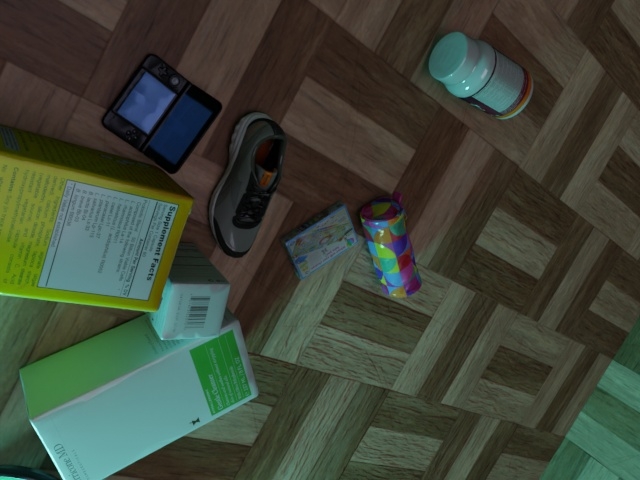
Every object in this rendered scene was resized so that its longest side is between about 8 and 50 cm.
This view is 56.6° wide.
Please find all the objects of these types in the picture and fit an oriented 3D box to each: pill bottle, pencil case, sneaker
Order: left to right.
[{"bbox_3d":[-0.129,-0.091,1.075,0.100,0.108,0.272,3,111,-36],"label":"sneaker"},{"bbox_3d":[0.161,0.015,1.319,0.104,0.104,0.236,-29,126,-19],"label":"pencil case"},{"bbox_3d":[0.337,-0.346,1.249,0.221,0.121,0.121,15,103,-37],"label":"pill bottle"}]

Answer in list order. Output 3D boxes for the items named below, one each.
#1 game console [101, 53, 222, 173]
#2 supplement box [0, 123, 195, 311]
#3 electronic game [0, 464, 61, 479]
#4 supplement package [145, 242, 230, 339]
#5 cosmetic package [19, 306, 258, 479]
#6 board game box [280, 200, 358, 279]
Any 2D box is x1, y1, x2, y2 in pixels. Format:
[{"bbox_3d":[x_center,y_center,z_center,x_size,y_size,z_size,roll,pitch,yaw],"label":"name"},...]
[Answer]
[{"bbox_3d":[-0.255,-0.203,0.954,0.124,0.085,0.144,36,89,-39],"label":"game console"},{"bbox_3d":[-0.401,-0.039,0.866,0.356,0.195,0.194,13,104,-36],"label":"supplement box"},{"bbox_3d":[-0.539,0.465,1.046,0.229,0.048,0.229,-1,129,-1],"label":"electronic game"},{"bbox_3d":[-0.246,0.082,1.031,0.105,0.179,0.105,3,110,-34],"label":"supplement package"},{"bbox_3d":[-0.321,0.261,1.083,0.365,0.155,0.197,-26,124,-23],"label":"cosmetic package"},{"bbox_3d":[0.000,0.000,1.250,0.154,0.026,0.103,-33,125,-17],"label":"board game box"}]
